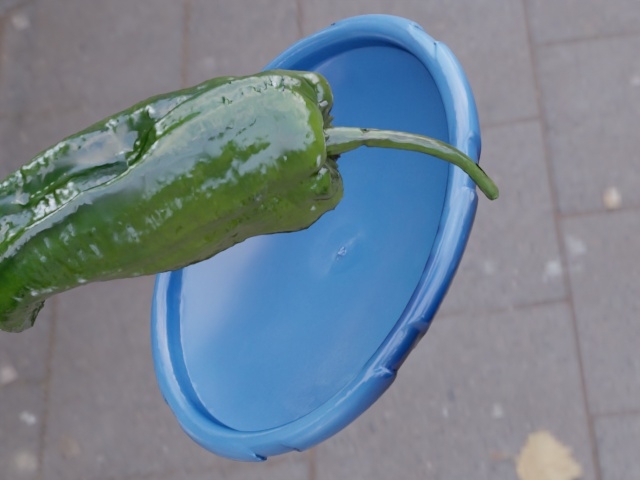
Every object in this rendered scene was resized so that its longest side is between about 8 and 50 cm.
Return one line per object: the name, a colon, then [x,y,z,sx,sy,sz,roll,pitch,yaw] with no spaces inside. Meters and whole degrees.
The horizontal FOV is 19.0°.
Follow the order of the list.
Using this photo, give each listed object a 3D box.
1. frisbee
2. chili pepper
frisbee: [0.000,0.000,0.981,0.242,0.045,0.242,-29,50,40]
chili pepper: [-0.043,-0.028,0.739,0.204,0.073,0.072,-20,54,3]
